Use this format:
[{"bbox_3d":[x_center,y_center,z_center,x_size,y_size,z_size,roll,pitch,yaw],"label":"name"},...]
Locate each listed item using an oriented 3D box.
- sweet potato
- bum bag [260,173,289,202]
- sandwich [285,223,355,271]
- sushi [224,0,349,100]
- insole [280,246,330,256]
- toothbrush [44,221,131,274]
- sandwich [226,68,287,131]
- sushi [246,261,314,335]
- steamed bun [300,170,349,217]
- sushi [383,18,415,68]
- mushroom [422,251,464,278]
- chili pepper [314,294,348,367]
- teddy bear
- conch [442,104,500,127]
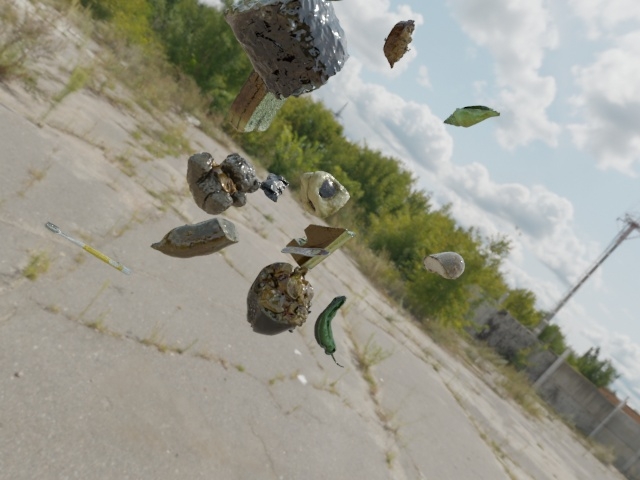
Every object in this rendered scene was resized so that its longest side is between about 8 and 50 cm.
[{"bbox_3d":[-0.517,-0.004,2.048,0.158,0.370,0.157,52,-29,44],"label":"sweet potato"},{"bbox_3d":[-0.171,-0.205,1.825,0.087,0.049,0.197,34,27,-5],"label":"bum bag"},{"bbox_3d":[0.000,0.000,1.779,0.128,0.236,0.122,57,20,13],"label":"sandwich"},{"bbox_3d":[-0.084,-0.601,1.449,0.299,0.281,0.294,23,-32,50],"label":"sushi"},{"bbox_3d":[-0.051,0.036,1.634,0.197,0.004,0.065,5,24,37],"label":"insole"},{"bbox_3d":[-0.707,0.028,1.508,0.288,0.021,0.024,39,-31,-31],"label":"toothbrush"},{"bbox_3d":[-0.228,-0.525,1.867,0.095,0.249,0.273,40,21,3],"label":"sandwich"},{"bbox_3d":[-0.127,0.191,1.612,0.200,0.204,0.213,-1,62,-33],"label":"sushi"},{"bbox_3d":[-0.004,-0.182,1.791,0.172,0.141,0.155,15,-36,53],"label":"steamed bun"},{"bbox_3d":[0.191,-0.476,1.189,0.062,0.118,0.060,-18,51,-31],"label":"sushi"},{"bbox_3d":[0.396,0.074,1.567,0.210,0.094,0.072,-138,-143,-83],"label":"mushroom"},{"bbox_3d":[0.036,0.338,1.846,0.122,0.278,0.065,3,11,-2],"label":"chili pepper"},{"bbox_3d":[-0.254,-0.156,1.299,0.177,0.190,0.140,54,-34,6],"label":"teddy bear"},{"bbox_3d":[0.564,-0.473,1.856,0.094,0.201,0.079,-90,167,-46],"label":"conch"}]
